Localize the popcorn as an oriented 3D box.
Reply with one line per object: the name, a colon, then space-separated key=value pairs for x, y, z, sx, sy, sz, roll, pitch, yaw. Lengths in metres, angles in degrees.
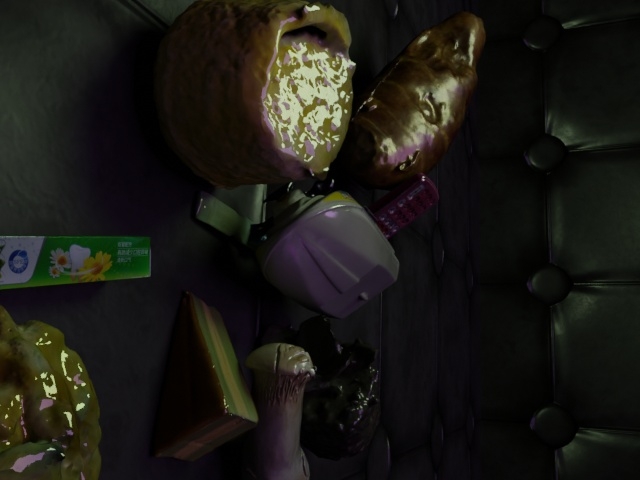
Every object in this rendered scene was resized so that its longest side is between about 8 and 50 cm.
popcorn: x=-0.196 y=0.124 z=0.324 sx=0.173 sy=0.142 sz=0.174 roll=18 pitch=90 yaw=-83

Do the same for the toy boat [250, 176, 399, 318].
toy boat: x=0.005 y=0.006 z=0.730 sx=0.269 sy=0.140 sz=0.141 roll=48 pitch=45 yaw=-55

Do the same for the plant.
plant: x=0.006 y=0.183 z=0.793 sx=0.203 sy=0.142 sz=0.131 roll=74 pitch=34 yaw=-50

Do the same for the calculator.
calculator: x=0.104 y=-0.033 z=1.010 sx=0.034 sy=0.190 sz=0.126 roll=54 pitch=8 yaw=25

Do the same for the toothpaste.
toothpaste: x=-0.192 y=0.014 z=0.442 sx=0.178 sy=0.043 sz=0.037 roll=-1 pitch=92 yaw=-67

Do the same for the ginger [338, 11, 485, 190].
ginger: x=0.148 y=-0.213 z=1.097 sx=0.418 sy=0.176 sz=0.254 roll=-57 pitch=-179 yaw=-35

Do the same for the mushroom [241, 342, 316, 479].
mushroom: x=-0.047 y=0.208 z=0.681 sx=0.092 sy=0.081 sz=0.223 roll=-38 pitch=137 yaw=-47

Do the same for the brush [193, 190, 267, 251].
brush: x=-0.086 y=-0.012 z=0.718 sx=0.178 sy=0.030 sz=0.033 roll=36 pitch=65 yaw=-62

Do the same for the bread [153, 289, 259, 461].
bread: x=-0.129 y=0.133 z=0.621 sx=0.074 sy=0.084 sz=0.139 roll=43 pitch=18 yaw=-59

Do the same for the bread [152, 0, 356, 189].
bread: x=-0.061 y=-0.141 z=0.610 sx=0.197 sy=0.170 sz=0.197 roll=-18 pitch=111 yaw=-55
